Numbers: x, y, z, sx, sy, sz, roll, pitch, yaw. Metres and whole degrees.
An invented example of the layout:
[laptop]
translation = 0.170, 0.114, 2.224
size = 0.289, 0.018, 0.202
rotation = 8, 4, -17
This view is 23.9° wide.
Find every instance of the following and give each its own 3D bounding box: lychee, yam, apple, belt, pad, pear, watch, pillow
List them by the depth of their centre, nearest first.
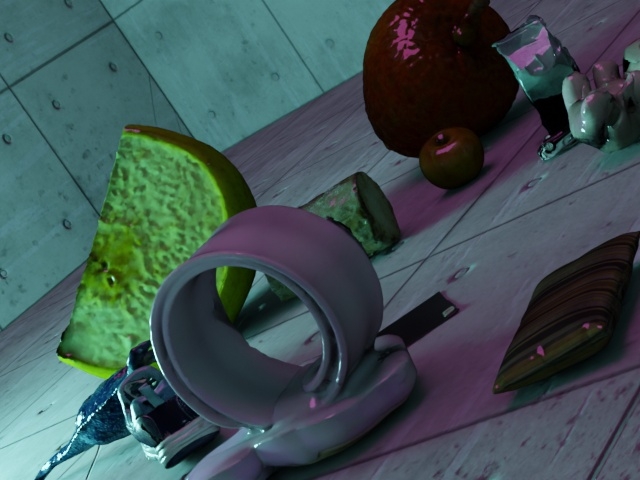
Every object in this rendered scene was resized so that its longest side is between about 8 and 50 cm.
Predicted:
[pillow]
translation = 0.205, 0.057, 1.236
size = 0.113, 0.038, 0.203
rotation = -32, 9, 29
[watch]
translation = -0.050, 0.090, 1.381
size = 0.248, 0.217, 0.211
rotation = -27, 12, 34
[pad]
translation = 0.053, 0.115, 1.554
size = 0.193, 0.004, 0.116
rotation = -35, 9, 0
[belt]
translation = 0.284, -0.209, 1.909
size = 0.078, 0.151, 0.198
rotation = -31, -3, 10
[yam]
translation = 0.000, 0.000, 1.980
size = 0.194, 0.107, 0.107
rotation = -30, 10, 23
[apple]
translation = 0.177, -0.110, 2.024
size = 0.089, 0.074, 0.089
rotation = -32, 12, 8
[pear]
translation = -0.197, 0.033, 2.111
size = 0.318, 0.238, 0.342
rotation = 20, -94, -83
[lychee]
translation = 0.182, -0.253, 2.237
size = 0.300, 0.255, 0.255
rotation = -38, 4, 47

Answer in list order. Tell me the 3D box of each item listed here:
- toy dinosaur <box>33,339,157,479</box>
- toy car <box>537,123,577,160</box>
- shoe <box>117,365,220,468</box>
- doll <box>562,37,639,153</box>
[toy dinosaur]
translation = -0.242, 0.198, 1.815
size = 0.147, 0.076, 0.363
rotation = -21, -19, -45
[toy car]
translation = 0.304, -0.130, 1.843
size = 0.093, 0.025, 0.041
rotation = -34, 11, 23
[shoe]
translation = -0.171, 0.184, 1.659
size = 0.091, 0.106, 0.207
rotation = -34, 3, -10
[doll]
translation = 0.359, -0.169, 1.665
size = 0.192, 0.095, 0.149
rotation = -32, 16, 0
